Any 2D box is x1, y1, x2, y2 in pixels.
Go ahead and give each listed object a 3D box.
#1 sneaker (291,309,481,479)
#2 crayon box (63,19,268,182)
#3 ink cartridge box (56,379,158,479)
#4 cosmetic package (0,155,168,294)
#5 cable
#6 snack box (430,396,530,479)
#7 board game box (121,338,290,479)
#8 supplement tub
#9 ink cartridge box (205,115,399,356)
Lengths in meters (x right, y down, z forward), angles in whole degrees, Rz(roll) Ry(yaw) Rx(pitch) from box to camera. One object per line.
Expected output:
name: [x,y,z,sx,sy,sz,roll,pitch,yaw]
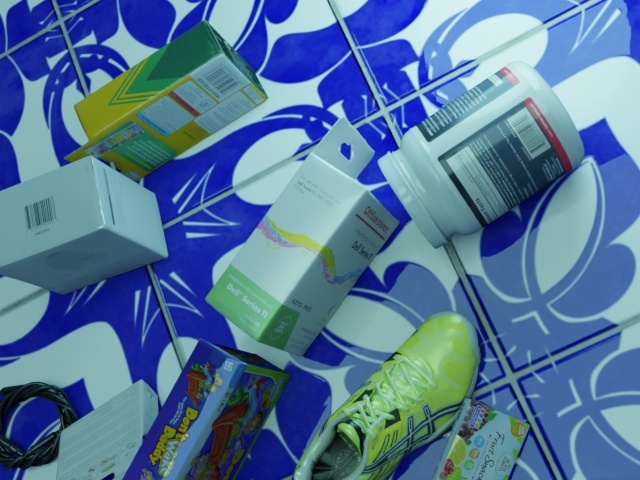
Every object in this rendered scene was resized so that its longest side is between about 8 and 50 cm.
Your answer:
sneaker: [0.106,0.269,1.431,0.145,0.147,0.384,37,89,23]
crayon box: [-0.276,-0.227,1.638,0.323,0.203,0.083,-31,70,9]
ink cartridge box: [-0.348,0.353,1.543,0.181,0.056,0.224,-33,32,8]
cosmetic package: [-0.421,-0.019,1.626,0.224,0.225,0.138,-19,70,13]
cable: [-0.516,0.329,1.673,0.184,0.047,0.150,-8,75,16]
snack box: [0.239,0.320,1.416,0.100,0.037,0.141,24,86,-5]
board game box: [-0.195,0.334,1.467,0.078,0.233,0.347,28,88,21]
supplement tub: [0.246,-0.129,1.452,0.272,0.191,0.191,-33,70,8]
ink cartridge box: [0.000,0.000,1.493,0.119,0.207,0.353,36,91,23]
